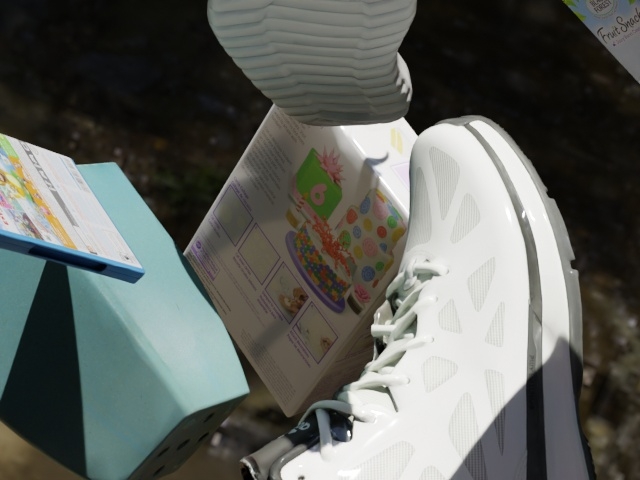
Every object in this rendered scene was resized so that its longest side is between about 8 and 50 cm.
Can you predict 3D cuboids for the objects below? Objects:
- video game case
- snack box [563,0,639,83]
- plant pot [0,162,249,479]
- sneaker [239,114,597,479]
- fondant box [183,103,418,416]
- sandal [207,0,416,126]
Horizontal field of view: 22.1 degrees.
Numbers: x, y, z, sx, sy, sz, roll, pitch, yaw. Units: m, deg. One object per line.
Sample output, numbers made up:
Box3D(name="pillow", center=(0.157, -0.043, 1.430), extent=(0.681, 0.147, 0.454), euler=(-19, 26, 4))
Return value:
Box3D(name="video game case", center=(-0.199, -0.030, 1.114), extent=(0.119, 0.015, 0.166), euler=(54, 17, 27))
Box3D(name="snack box", center=(0.279, -0.144, 1.021), extent=(0.207, 0.174, 0.070), euler=(47, -22, -5))
Box3D(name="plant pot", center=(-0.185, 0.080, 1.326), extent=(0.234, 0.166, 0.165), euler=(49, 21, 14))
Box3D(name="sneaker", center=(0.062, 0.103, 1.275), extent=(0.257, 0.447, 0.169), euler=(0, -23, -18))
Box3D(name="fondant box", center=(0.000, 0.000, 1.781), extent=(0.096, 0.330, 0.238), euler=(-17, 62, -41))
Box3D(name="sandal", center=(-0.004, -0.199, 1.400), extent=(0.169, 0.102, 0.416), euler=(-2, -15, 3))
